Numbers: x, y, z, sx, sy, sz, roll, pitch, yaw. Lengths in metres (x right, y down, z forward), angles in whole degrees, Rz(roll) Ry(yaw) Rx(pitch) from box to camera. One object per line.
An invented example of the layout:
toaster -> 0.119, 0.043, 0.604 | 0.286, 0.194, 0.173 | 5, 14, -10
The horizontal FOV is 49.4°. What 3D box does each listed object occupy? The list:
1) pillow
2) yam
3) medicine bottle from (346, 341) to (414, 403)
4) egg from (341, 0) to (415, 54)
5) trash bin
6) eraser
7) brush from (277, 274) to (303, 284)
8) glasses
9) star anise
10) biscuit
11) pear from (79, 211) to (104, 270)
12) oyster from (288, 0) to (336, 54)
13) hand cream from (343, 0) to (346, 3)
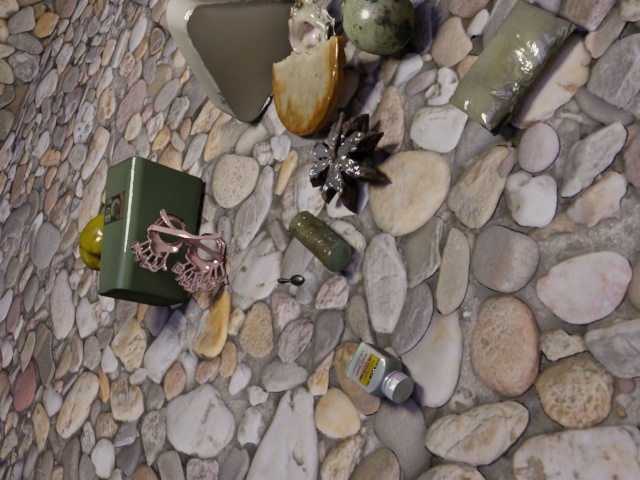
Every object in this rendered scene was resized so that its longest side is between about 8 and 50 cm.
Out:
pillow -> 0.334, -0.311, 1.237 | 0.230, 0.050, 0.148 | -54, 49, 13
yam -> 0.000, 0.000, 1.451 | 0.068, 0.068, 0.169 | -59, 42, 12
medicine bottle -> 0.110, 0.241, 1.248 | 0.118, 0.055, 0.074 | 31, 96, 47
egg -> 0.118, -0.463, 1.454 | 0.181, 0.141, 0.141 | 36, 101, 46
trash bin -> -0.443, -0.017, 1.807 | 0.158, 0.223, 0.344 | -16, 65, 42
eraser -> -0.184, -0.504, 1.738 | 0.150, 0.331, 0.331 | 39, 103, 48
brush -> -0.067, 0.087, 1.528 | 0.083, 0.008, 0.024 | -4, 75, 45
glasses -> -0.330, 0.027, 1.682 | 0.095, 0.255, 0.162 | 108, -174, -72
star anise -> 0.045, -0.184, 1.467 | 0.230, 0.081, 0.262 | -35, 53, 46
biscuit -> -0.028, -0.342, 1.590 | 0.309, 0.040, 0.205 | 2, 92, 60
pear -> -0.573, 0.003, 1.958 | 0.200, 0.200, 0.200 | -20, 61, 40
oyster -> -0.015, -0.511, 1.652 | 0.163, 0.081, 0.191 | 11, 111, 45
hand cream -> 0.082, -0.574, 1.605 | 0.095, 0.046, 0.175 | -32, 55, 31
